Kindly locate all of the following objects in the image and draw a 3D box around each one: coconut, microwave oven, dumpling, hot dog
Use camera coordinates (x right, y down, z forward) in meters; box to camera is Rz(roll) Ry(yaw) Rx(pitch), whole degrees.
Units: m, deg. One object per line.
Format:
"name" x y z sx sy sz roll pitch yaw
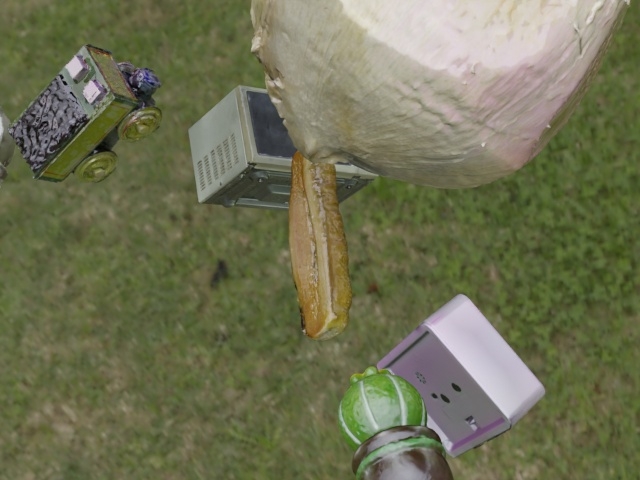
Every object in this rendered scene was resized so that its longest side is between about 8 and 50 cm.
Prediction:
"coconut" 0.102 -0.230 1.259 0.404 0.404 0.405 -12 47 13
"microwave oven" -0.062 -0.131 1.915 0.194 0.240 0.145 -36 59 46
"dumpling" -0.615 -0.170 2.259 0.108 0.188 0.127 -3 54 -27
"hot dog" 0.001 -0.001 1.665 0.083 0.068 0.289 -28 55 39

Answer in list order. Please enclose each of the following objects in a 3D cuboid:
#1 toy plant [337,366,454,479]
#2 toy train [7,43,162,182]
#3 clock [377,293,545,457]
"toy plant" 0.070 0.199 1.212 0.092 0.093 0.162 -24 49 1
"toy train" -0.385 -0.200 2.009 0.261 0.177 0.134 -42 65 21
"clock" 0.156 0.159 1.389 0.063 0.197 0.150 -37 82 -23
